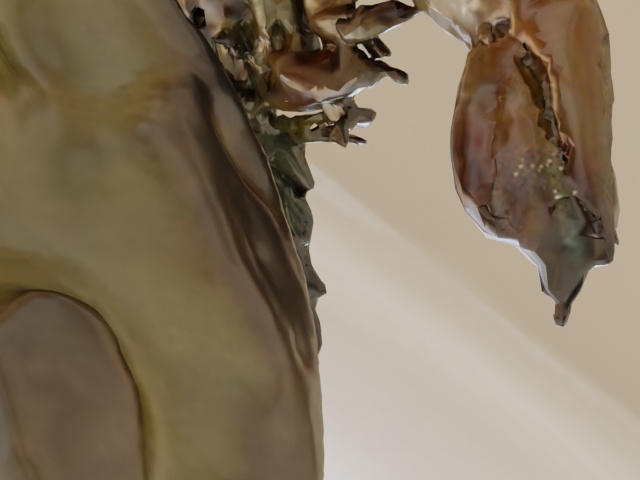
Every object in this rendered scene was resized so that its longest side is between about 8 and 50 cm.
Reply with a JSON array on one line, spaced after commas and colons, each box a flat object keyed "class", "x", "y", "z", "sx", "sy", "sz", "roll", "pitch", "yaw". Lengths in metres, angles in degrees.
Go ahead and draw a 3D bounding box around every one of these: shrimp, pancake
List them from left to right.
[{"class": "pancake", "x": -0.113, "y": 0.008, "z": 0.294, "sx": 0.294, "sy": 0.294, "sz": 0.049, "roll": -28, "pitch": 170, "yaw": -48}, {"class": "shrimp", "x": 0.000, "y": 0.000, "z": 0.519, "sx": 0.054, "sy": 0.222, "sz": 0.290, "roll": -3, "pitch": 107, "yaw": -36}]
